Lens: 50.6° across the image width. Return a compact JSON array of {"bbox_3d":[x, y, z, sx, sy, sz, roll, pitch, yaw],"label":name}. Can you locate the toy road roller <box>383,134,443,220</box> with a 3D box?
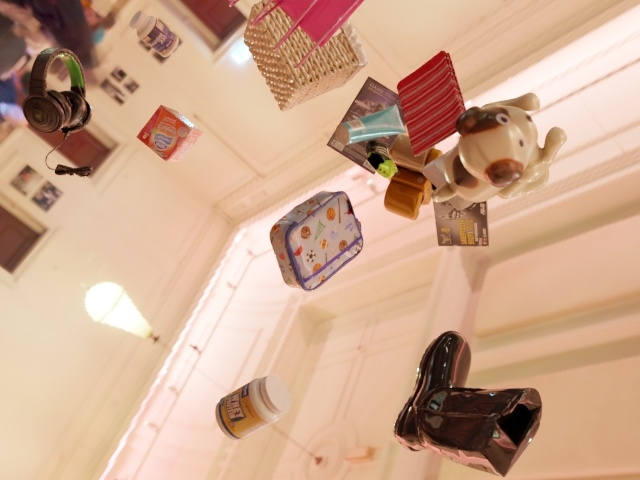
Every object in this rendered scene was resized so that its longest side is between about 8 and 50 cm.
[{"bbox_3d":[0.340,-0.227,2.568,0.202,0.329,0.241,21,-104,21],"label":"toy road roller"}]

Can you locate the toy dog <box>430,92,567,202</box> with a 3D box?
[{"bbox_3d":[0.478,-0.260,1.908,0.395,0.285,0.408,-21,173,6],"label":"toy dog"}]

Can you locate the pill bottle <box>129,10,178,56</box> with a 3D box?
[{"bbox_3d":[-0.437,-0.543,1.774,0.067,0.120,0.067,-26,-134,31],"label":"pill bottle"}]

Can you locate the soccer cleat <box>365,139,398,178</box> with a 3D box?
[{"bbox_3d":[0.152,-0.229,1.831,0.060,0.072,0.179,-53,-146,21],"label":"soccer cleat"}]

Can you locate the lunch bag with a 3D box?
[{"bbox_3d":[0.000,0.000,2.006,0.115,0.243,0.303,7,-147,47],"label":"lunch bag"}]

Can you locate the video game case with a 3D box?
[{"bbox_3d":[0.174,-0.392,2.317,0.274,0.196,0.026,-58,-177,4],"label":"video game case"}]

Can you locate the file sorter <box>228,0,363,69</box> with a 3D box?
[{"bbox_3d":[-0.078,-0.564,1.523,0.202,0.290,0.182,-36,-164,48],"label":"file sorter"}]

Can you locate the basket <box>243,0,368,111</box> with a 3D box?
[{"bbox_3d":[-0.059,-0.639,2.231,0.266,0.328,0.331,-30,-176,-13],"label":"basket"}]

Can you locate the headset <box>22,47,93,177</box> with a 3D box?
[{"bbox_3d":[-0.797,-0.400,2.129,0.243,0.185,0.394,-39,136,-76],"label":"headset"}]

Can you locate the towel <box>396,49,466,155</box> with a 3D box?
[{"bbox_3d":[0.323,-0.405,1.988,0.199,0.031,0.275,-31,-125,35],"label":"towel"}]

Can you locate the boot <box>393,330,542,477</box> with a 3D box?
[{"bbox_3d":[0.387,0.387,1.719,0.367,0.146,0.445,-63,-169,-19],"label":"boot"}]

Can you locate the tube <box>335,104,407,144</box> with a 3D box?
[{"bbox_3d":[0.132,-0.288,1.708,0.207,0.080,0.052,-20,-178,-34],"label":"tube"}]

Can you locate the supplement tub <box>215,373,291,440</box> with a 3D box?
[{"bbox_3d":[-0.201,0.499,2.034,0.199,0.144,0.144,-33,-155,20],"label":"supplement tub"}]

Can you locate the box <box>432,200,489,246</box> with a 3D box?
[{"bbox_3d":[0.496,-0.075,2.374,0.183,0.231,0.056,0,-134,16],"label":"box"}]

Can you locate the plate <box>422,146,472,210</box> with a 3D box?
[{"bbox_3d":[0.500,-0.252,2.232,0.278,0.045,0.277,-33,-140,2],"label":"plate"}]

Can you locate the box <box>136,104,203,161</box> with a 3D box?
[{"bbox_3d":[-0.470,-0.334,2.134,0.128,0.122,0.257,-51,-174,5],"label":"box"}]
